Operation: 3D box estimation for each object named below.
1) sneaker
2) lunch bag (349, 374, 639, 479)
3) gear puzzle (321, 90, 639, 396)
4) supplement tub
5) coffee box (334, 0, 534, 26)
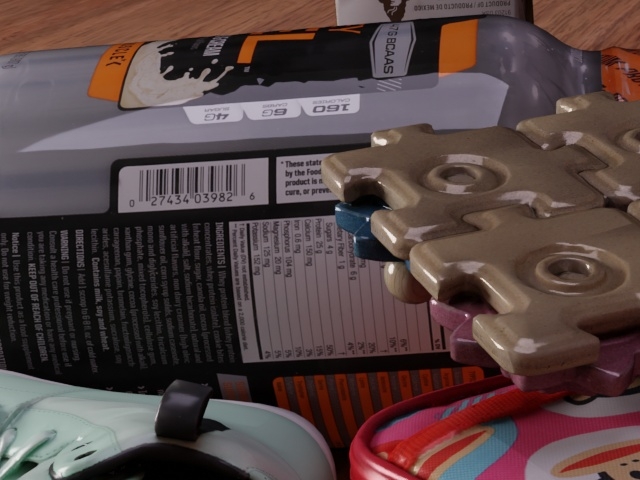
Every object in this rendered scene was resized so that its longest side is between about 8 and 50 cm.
[{"bbox_3d":[-0.126,0.091,0.591,0.256,0.094,0.151,-3,-3,4],"label":"sneaker"},{"bbox_3d":[0.164,0.092,0.529,0.293,0.120,0.258,-13,14,-25],"label":"lunch bag"},{"bbox_3d":[0.178,-0.012,0.585,0.339,0.044,0.175,-11,28,-19],"label":"gear puzzle"},{"bbox_3d":[0.000,0.000,0.736,0.316,0.193,0.193,-3,17,8],"label":"supplement tub"},{"bbox_3d":[0.067,-0.082,0.883,0.098,0.246,0.141,-2,18,10],"label":"coffee box"}]
